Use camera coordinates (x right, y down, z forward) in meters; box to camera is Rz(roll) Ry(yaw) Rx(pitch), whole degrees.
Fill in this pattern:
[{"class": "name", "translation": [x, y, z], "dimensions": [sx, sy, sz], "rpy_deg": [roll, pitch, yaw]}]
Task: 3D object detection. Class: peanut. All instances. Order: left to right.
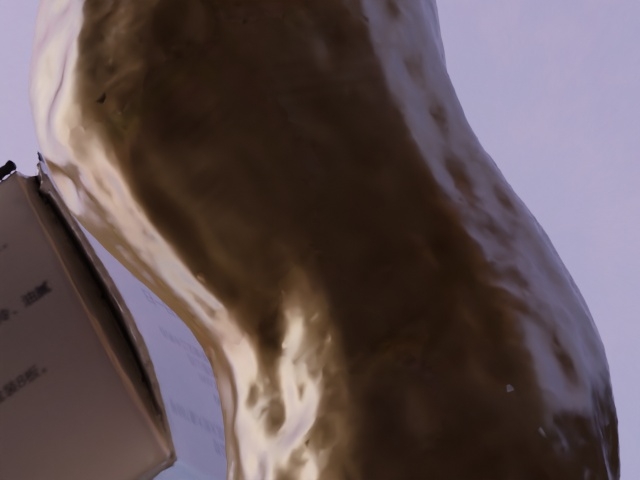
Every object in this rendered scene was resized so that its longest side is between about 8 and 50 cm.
[{"class": "peanut", "translation": [0.000, 0.000, 0.379], "dimensions": [0.117, 0.101, 0.263], "rpy_deg": [-16, -108, -28]}]

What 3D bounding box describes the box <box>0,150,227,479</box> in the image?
[{"class": "box", "translation": [-0.173, 0.133, 0.609], "dimensions": [0.333, 0.173, 0.145], "rpy_deg": [-35, -118, 4]}]
